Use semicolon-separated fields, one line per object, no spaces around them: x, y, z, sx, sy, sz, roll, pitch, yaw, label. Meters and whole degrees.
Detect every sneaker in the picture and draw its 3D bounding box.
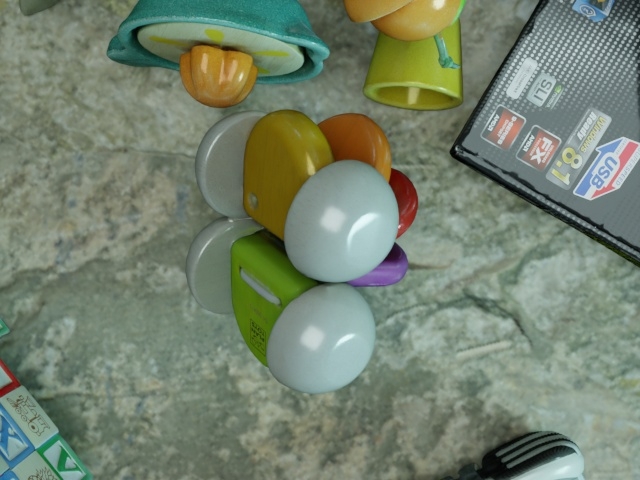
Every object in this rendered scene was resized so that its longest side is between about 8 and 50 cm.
0.097;0.238;0.625;0.229;0.086;0.132;-25;93;5;sneaker

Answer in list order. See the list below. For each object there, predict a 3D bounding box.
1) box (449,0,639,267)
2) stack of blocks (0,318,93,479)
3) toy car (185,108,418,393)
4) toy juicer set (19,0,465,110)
0.248;-0.120;0.602;0.216;0.060;0.270;31;95;3;box
-0.288;0.082;0.602;0.087;0.171;0.297;-38;91;6;stack of blocks
0.000;0.000;0.598;0.136;0.159;0.181;-10;121;-36;toy car
-0.067;-0.135;0.553;0.329;0.209;0.089;7;85;3;toy juicer set
